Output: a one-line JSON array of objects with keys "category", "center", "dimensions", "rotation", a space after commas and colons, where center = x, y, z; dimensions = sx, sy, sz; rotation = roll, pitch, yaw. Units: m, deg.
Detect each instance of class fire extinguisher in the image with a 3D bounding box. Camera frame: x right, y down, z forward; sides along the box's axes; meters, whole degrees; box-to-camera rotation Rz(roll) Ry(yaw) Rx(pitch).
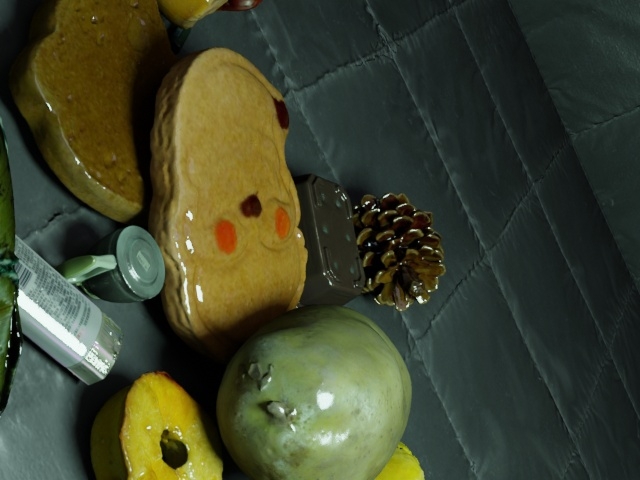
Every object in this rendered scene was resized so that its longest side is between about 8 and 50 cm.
[{"category": "fire extinguisher", "center": [-0.216, -0.313, 1.637], "dimensions": [0.083, 0.025, 0.038], "rotation": [-74, 171, -46]}]

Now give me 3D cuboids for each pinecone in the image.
[{"category": "pinecone", "center": [0.127, 0.030, 1.834], "dimensions": [0.185, 0.168, 0.212], "rotation": [20, 41, -36]}]

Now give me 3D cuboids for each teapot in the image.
[{"category": "teapot", "center": [-0.257, 0.028, 1.286], "dimensions": [0.124, 0.091, 0.092], "rotation": [44, 37, -45]}]

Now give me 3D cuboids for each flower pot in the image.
[{"category": "flower pot", "center": [0.000, 0.000, 1.729], "dimensions": [0.179, 0.084, 0.251], "rotation": [18, 57, -53]}]

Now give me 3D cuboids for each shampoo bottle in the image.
[{"category": "shampoo bottle", "center": [-0.317, 0.066, 1.196], "dimensions": [0.227, 0.056, 0.086], "rotation": [47, 34, -32]}]

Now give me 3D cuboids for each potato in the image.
[{"category": "potato", "center": [-0.007, 0.213, 1.384], "dimensions": [0.326, 0.221, 0.243], "rotation": [-31, 118, -66]}]

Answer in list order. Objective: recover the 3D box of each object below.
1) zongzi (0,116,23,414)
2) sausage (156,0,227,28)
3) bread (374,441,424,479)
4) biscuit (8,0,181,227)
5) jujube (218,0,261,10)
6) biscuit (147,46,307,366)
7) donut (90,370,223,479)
[{"category": "zongzi", "center": [-0.364, -0.094, 0.947], "dimensions": [0.362, 0.383, 0.319], "rotation": [-40, 149, -49]}, {"category": "sausage", "center": [-0.268, -0.474, 1.541], "dimensions": [0.116, 0.134, 0.354], "rotation": [-39, 98, -13]}, {"category": "bread", "center": [0.062, 0.372, 1.514], "dimensions": [0.197, 0.197, 0.170], "rotation": [-44, 122, -58]}, {"category": "biscuit", "center": [-0.265, -0.200, 1.435], "dimensions": [0.359, 0.074, 0.381], "rotation": [33, 43, -50]}, {"category": "jujube", "center": [-0.142, -0.523, 1.735], "dimensions": [0.216, 0.216, 0.342], "rotation": [35, 50, -44]}, {"category": "biscuit", "center": [-0.122, -0.039, 1.478], "dimensions": [0.350, 0.078, 0.455], "rotation": [-11, 95, -60]}, {"category": "donut", "center": [-0.197, 0.250, 1.261], "dimensions": [0.190, 0.075, 0.174], "rotation": [36, 42, -50]}]
